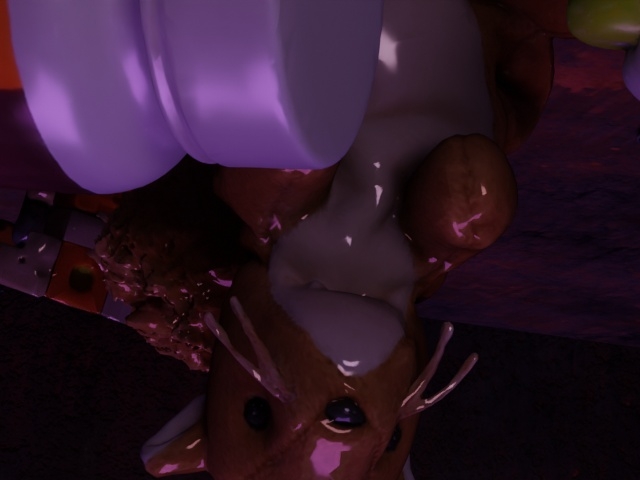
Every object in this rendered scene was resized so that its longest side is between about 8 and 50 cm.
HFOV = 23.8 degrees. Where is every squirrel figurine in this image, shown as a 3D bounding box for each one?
[{"bbox_3d":[0.000,0.000,1.027,0.281,0.370,0.397,10,170,-19],"label":"squirrel figurine"}]

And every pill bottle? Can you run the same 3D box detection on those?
[{"bbox_3d":[-0.178,-0.138,0.786,0.392,0.224,0.224,3,170,17],"label":"pill bottle"}]

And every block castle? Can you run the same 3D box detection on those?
[{"bbox_3d":[-0.186,-0.037,1.449,0.453,0.213,0.303,20,177,-30],"label":"block castle"}]

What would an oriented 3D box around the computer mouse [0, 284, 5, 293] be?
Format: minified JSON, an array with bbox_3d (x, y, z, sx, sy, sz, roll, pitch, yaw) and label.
[{"bbox_3d":[-0.383,0.033,1.445,0.071,0.041,0.242,15,177,31],"label":"computer mouse"}]

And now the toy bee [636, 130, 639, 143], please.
[{"bbox_3d":[0.377,-0.030,1.238,0.195,0.162,0.298,5,170,-3],"label":"toy bee"}]

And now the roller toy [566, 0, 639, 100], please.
[{"bbox_3d":[0.246,-0.136,0.738,0.209,0.146,0.191,1,-177,-38],"label":"roller toy"}]
